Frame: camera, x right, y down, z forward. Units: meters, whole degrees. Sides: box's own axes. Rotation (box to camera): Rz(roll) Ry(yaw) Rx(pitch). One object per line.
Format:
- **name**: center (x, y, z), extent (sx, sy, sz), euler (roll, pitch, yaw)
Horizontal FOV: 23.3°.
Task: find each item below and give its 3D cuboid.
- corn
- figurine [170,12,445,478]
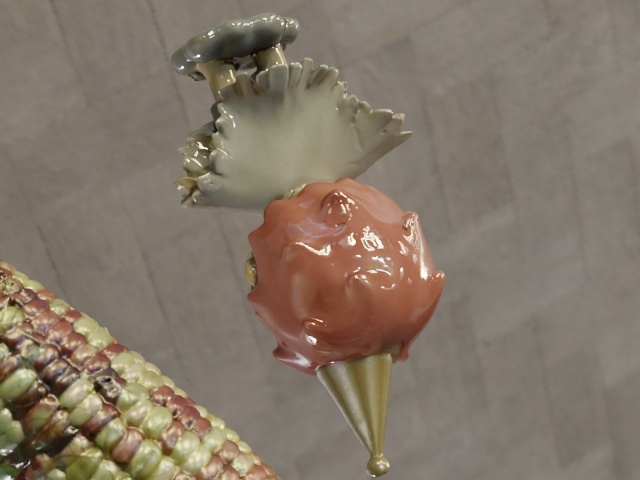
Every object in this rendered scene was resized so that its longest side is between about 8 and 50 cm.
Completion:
- **corn**: center (-0.120, 0.071, 0.673), extent (0.253, 0.086, 0.086), euler (38, 90, 1)
- **figurine**: center (0.000, 0.000, 1.252), extent (0.207, 0.387, 0.166), euler (-18, 167, -26)
